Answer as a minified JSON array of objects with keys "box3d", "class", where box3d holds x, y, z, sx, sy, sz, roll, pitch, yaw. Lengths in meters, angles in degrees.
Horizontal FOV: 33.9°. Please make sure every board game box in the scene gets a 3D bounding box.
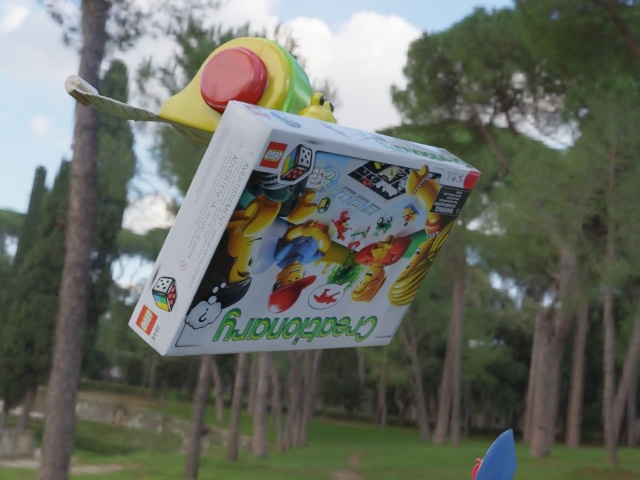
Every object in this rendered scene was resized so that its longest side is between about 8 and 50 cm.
[{"box3d":[0.287,0.399,1.803,0.033,0.133,0.169,21,-37,34],"class":"board game box"},{"box3d":[0.000,0.000,0.878,0.053,0.193,0.305,37,19,33],"class":"board game box"}]

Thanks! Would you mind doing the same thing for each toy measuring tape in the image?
[{"box3d":[-0.119,-0.161,1.083,0.330,0.121,0.121,18,-4,30],"class":"toy measuring tape"}]
